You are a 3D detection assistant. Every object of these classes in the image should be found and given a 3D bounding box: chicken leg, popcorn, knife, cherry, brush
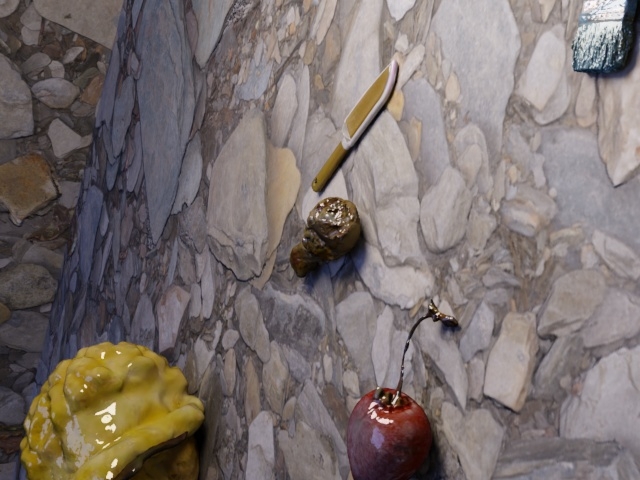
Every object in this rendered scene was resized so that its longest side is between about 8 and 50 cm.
[{"bbox_3d":[0.002,-0.001,1.261,0.084,0.069,0.198,62,151,12],"label":"chicken leg"},{"bbox_3d":[-0.364,0.362,1.619,0.382,0.349,0.348,-160,78,-69],"label":"popcorn"},{"bbox_3d":[0.041,-0.155,1.254,0.256,0.022,0.046,-53,36,45],"label":"knife"},{"bbox_3d":[0.094,0.182,1.008,0.225,0.090,0.107,-66,18,13],"label":"cherry"},{"bbox_3d":[0.270,-0.250,0.826,0.070,0.021,0.196,22,101,63],"label":"brush"}]
